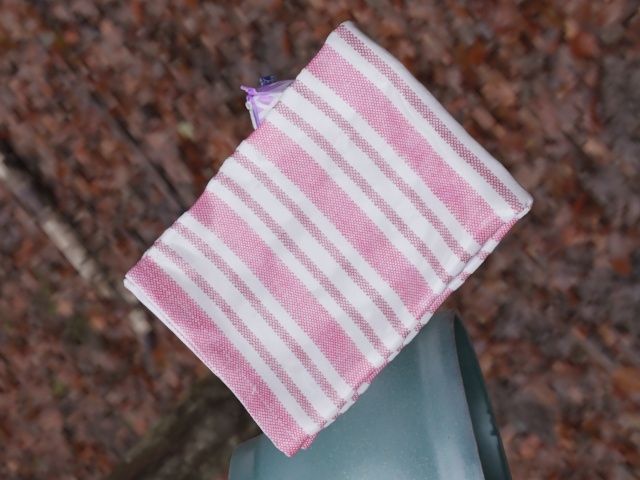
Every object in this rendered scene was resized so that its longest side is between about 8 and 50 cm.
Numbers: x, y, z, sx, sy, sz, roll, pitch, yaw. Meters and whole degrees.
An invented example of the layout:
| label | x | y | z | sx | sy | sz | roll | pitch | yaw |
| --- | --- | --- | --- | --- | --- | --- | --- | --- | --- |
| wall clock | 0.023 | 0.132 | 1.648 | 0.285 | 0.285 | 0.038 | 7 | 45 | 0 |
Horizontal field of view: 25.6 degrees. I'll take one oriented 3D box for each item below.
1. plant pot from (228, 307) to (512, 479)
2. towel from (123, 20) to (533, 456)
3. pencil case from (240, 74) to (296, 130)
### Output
| label | x | y | z | sx | sy | sz | roll | pitch | yaw |
| --- | --- | --- | --- | --- | --- | --- | --- | --- | --- |
| plant pot | 0.046 | 0.216 | 1.067 | 0.293 | 0.196 | 0.293 | -15 | -90 | -82 |
| towel | 0.000 | 0.000 | 0.754 | 0.144 | 0.197 | 0.029 | 45 | -166 | 14 |
| pencil case | -0.031 | -0.079 | 1.542 | 0.086 | 0.088 | 0.206 | 7 | 108 | 60 |
